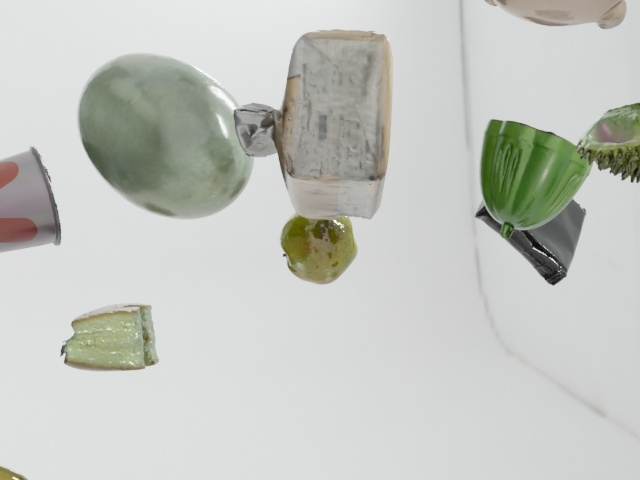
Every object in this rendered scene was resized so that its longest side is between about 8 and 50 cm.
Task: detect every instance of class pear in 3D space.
[{"bbox_3d":[0.000,0.000,2.146,0.104,0.141,0.141,113,-31,-66],"label":"pear"}]

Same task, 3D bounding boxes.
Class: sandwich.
[{"bbox_3d":[-0.390,0.186,2.301,0.235,0.128,0.122,-18,106,-83],"label":"sandwich"}]

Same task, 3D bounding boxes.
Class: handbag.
[{"bbox_3d":[0.418,-0.049,2.436,0.080,0.223,0.247,-36,-165,39],"label":"handbag"}]

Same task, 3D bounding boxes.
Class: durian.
[{"bbox_3d":[0.409,-0.112,1.460,0.220,0.137,0.095,-17,-63,49],"label":"durian"}]

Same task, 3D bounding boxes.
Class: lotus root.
[{"bbox_3d":[0.315,-0.081,1.913,0.186,0.186,0.186,175,-90,-78],"label":"lotus root"}]

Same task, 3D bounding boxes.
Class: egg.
[{"bbox_3d":[-0.262,-0.176,2.072,0.352,0.258,0.258,38,-36,25],"label":"egg"}]

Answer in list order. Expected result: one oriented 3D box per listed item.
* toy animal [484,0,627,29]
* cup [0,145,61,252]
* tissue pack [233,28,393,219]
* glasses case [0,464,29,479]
[{"bbox_3d":[0.349,-0.438,1.516,0.345,0.277,0.247,104,-13,-56],"label":"toy animal"},{"bbox_3d":[-0.646,-0.048,2.273,0.203,0.288,0.203,164,-90,-70],"label":"cup"},{"bbox_3d":[-0.011,-0.160,1.780,0.305,0.238,0.238,84,-2,-82],"label":"tissue pack"},{"bbox_3d":[-0.519,0.306,1.421,0.141,0.371,0.173,-32,-141,65],"label":"glasses case"}]
